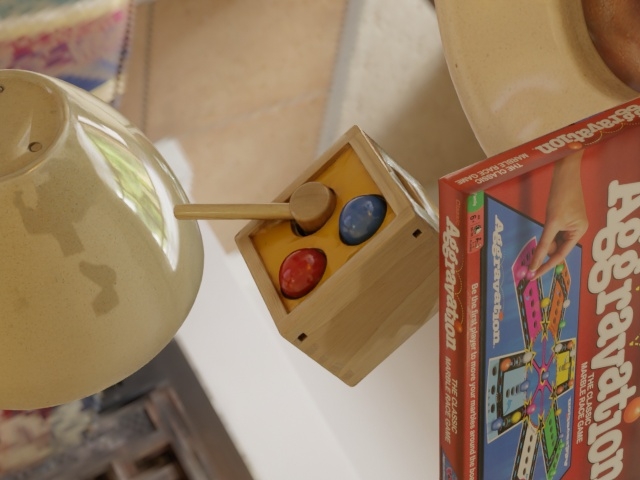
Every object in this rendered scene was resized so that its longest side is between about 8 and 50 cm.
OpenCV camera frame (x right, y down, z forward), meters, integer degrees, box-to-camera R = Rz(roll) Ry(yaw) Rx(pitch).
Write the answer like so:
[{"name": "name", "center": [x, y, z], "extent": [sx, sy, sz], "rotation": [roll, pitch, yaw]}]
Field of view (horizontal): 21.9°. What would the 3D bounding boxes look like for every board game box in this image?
[{"name": "board game box", "center": [0.130, 0.066, 0.923], "extent": [0.145, 0.027, 0.281], "rotation": [-23, 129, -28]}]

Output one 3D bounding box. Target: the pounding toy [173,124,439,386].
[{"name": "pounding toy", "center": [0.000, 0.000, 1.040], "extent": [0.130, 0.141, 0.100], "rotation": [-42, 128, 10]}]

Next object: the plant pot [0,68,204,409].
[{"name": "plant pot", "center": [-0.250, -0.030, 1.372], "extent": [0.284, 0.284, 0.191], "rotation": [-25, 141, -14]}]

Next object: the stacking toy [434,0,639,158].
[{"name": "stacking toy", "center": [0.344, -0.190, 1.066], "extent": [0.479, 0.351, 0.351], "rotation": [-19, 149, -32]}]
